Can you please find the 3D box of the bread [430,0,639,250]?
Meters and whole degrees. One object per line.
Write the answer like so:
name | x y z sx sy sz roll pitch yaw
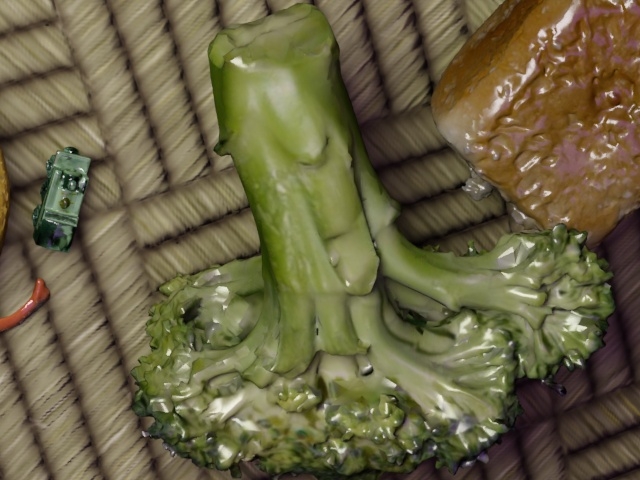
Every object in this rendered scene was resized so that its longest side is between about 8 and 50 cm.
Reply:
bread | 0.213 -0.125 1.490 0.195 0.176 0.246 40 106 -13

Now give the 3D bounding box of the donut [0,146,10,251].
donut | -0.364 -0.039 1.335 0.278 0.108 0.277 4 80 -20

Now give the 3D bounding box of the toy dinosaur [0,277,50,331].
toy dinosaur | -0.358 0.055 1.429 0.280 0.055 0.101 -15 117 -15

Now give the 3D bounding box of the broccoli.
broccoli | -0.023 0.028 1.395 0.397 0.275 0.353 36 98 -36

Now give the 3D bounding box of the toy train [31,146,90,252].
toy train | -0.212 -0.034 1.446 0.033 0.053 0.083 13 103 -20
